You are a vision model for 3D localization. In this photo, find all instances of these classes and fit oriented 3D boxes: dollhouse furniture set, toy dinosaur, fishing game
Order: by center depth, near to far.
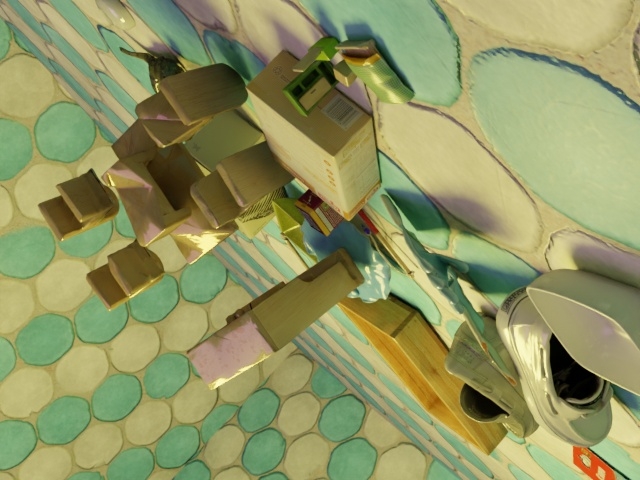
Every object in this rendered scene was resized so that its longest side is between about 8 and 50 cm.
[{"bbox_3d":[0.018,-0.156,0.850,0.076,0.058,0.151,49,168,-27],"label":"dollhouse furniture set"},{"bbox_3d":[-0.153,-0.020,1.295,0.362,0.256,0.394,-34,89,37],"label":"dollhouse furniture set"},{"bbox_3d":[0.047,0.026,1.389,0.189,0.041,0.264,51,150,-10],"label":"fishing game"},{"bbox_3d":[-0.267,-0.274,1.468,0.268,0.064,0.118,33,158,54],"label":"toy dinosaur"}]

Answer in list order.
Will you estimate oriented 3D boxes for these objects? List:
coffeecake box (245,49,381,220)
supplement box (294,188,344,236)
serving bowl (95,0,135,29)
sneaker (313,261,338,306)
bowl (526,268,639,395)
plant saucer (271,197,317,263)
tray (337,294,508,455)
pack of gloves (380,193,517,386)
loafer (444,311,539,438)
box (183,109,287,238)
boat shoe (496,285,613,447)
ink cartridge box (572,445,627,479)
[{"bbox_3d":[-0.003,-0.122,1.035,0.142,0.068,0.185,40,169,19],"label":"coffeecake box"},{"bbox_3d":[0.013,-0.057,1.179,0.043,0.083,0.055,33,165,47],"label":"supplement box"},{"bbox_3d":[-0.350,-0.384,1.428,0.083,0.027,0.083,41,169,10],"label":"serving bowl"},{"bbox_3d":[0.046,0.101,1.733,0.152,0.058,0.084,58,172,-29],"label":"sneaker"},{"bbox_3d":[0.280,0.083,0.815,0.142,0.053,0.142,49,168,-27],"label":"bowl"},{"bbox_3d":[0.000,0.000,1.552,0.188,0.045,0.188,41,169,13],"label":"plant saucer"},{"bbox_3d":[0.204,0.248,1.677,0.411,0.076,0.203,50,167,-35],"label":"tray"},{"bbox_3d":[0.169,0.045,1.053,0.195,0.046,0.232,48,-170,-26],"label":"pack of gloves"},{"bbox_3d":[0.257,0.225,1.279,0.112,0.111,0.319,34,165,43],"label":"loafer"},{"bbox_3d":[-0.142,-0.112,1.480,0.094,0.113,0.275,40,170,18],"label":"box"},{"bbox_3d":[0.293,0.162,0.982,0.088,0.096,0.267,36,159,56],"label":"boat shoe"},{"bbox_3d":[0.494,0.438,1.381,0.232,0.066,0.189,33,166,29],"label":"ink cartridge box"}]
